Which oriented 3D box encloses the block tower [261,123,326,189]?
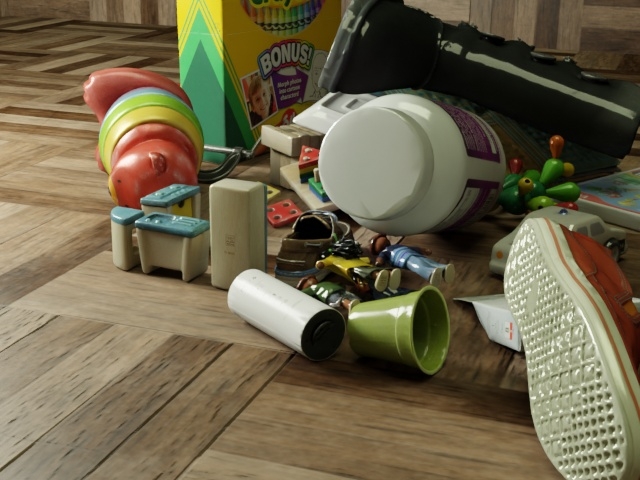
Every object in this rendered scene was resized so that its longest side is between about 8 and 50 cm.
[{"bbox_3d":[0.069,-0.146,1.667,0.335,0.097,0.091,-9,21,-34],"label":"block tower"}]

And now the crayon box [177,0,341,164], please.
[{"bbox_3d":[-0.095,-0.324,1.844,0.106,0.313,0.363,12,21,30],"label":"crayon box"}]

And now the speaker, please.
[{"bbox_3d":[-0.036,0.073,1.052,0.055,0.055,0.136,-12,22,-35],"label":"speaker"}]

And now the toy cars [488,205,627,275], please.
[{"bbox_3d":[0.394,-0.009,1.271,0.394,0.087,0.176,0,18,-3],"label":"toy cars"}]

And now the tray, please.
[{"bbox_3d":[0.110,-0.163,1.509,0.270,0.030,0.145,22,33,17],"label":"tray"}]

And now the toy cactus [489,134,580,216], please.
[{"bbox_3d":[0.268,-0.072,1.450,0.180,0.112,0.219,-2,25,7],"label":"toy cactus"}]

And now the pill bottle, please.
[{"bbox_3d":[0.112,-0.090,1.278,0.169,0.169,0.301,9,5,23],"label":"pill bottle"}]

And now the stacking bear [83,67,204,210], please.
[{"bbox_3d":[-0.244,-0.123,1.502,0.164,0.175,0.289,-10,29,-9],"label":"stacking bear"}]

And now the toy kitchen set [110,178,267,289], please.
[{"bbox_3d":[-0.135,-0.034,1.265,0.207,0.122,0.166,10,20,24],"label":"toy kitchen set"}]

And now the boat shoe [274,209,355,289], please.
[{"bbox_3d":[0.000,0.000,1.256,0.066,0.066,0.183,7,19,16],"label":"boat shoe"}]

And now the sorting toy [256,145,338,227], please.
[{"bbox_3d":[0.017,-0.099,1.479,0.274,0.046,0.132,-18,36,-17],"label":"sorting toy"}]

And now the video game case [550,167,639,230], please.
[{"bbox_3d":[0.503,-0.064,1.545,0.285,0.025,0.204,-14,24,-38],"label":"video game case"}]

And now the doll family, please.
[{"bbox_3d":[0.055,0.035,1.139,0.193,0.076,0.111,4,12,-44],"label":"doll family"}]

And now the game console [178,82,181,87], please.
[{"bbox_3d":[-0.186,-0.264,2.030,0.144,0.124,0.085,18,52,43],"label":"game console"}]

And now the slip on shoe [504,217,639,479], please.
[{"bbox_3d":[0.231,0.087,0.884,0.101,0.123,0.331,14,28,-7],"label":"slip on shoe"}]

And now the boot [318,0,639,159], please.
[{"bbox_3d":[0.249,-0.222,1.531,0.445,0.146,0.367,26,27,6],"label":"boot"}]

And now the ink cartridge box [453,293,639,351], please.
[{"bbox_3d":[0.235,0.080,1.099,0.145,0.045,0.179,-4,1,-14],"label":"ink cartridge box"}]

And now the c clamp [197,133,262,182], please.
[{"bbox_3d":[-0.181,-0.135,1.678,0.161,0.022,0.137,6,44,21],"label":"c clamp"}]

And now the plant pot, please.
[{"bbox_3d":[0.071,0.086,1.002,0.079,0.083,0.083,-3,14,31],"label":"plant pot"}]

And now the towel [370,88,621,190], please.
[{"bbox_3d":[0.258,-0.166,1.651,0.370,0.040,0.271,-11,49,-30],"label":"towel"}]
